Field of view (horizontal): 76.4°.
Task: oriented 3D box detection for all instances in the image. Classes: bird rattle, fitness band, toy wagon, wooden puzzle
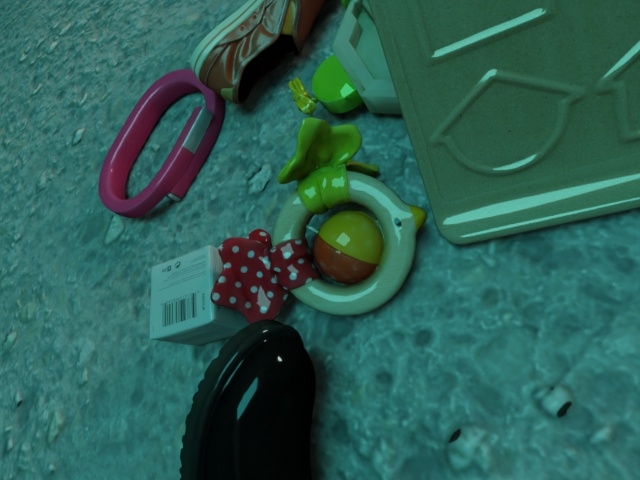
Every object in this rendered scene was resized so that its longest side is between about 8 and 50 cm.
[{"bbox_3d":[0.000,0.000,0.462,0.207,0.143,0.253,28,89,17],"label":"bird rattle"},{"bbox_3d":[-0.284,-0.173,0.722,0.209,0.054,0.290,24,83,36],"label":"fitness band"},{"bbox_3d":[0.116,-0.270,0.532,0.344,0.068,0.267,-32,59,15],"label":"toy wagon"},{"bbox_3d":[0.224,-0.195,0.364,0.322,0.080,0.347,-14,106,23],"label":"wooden puzzle"}]

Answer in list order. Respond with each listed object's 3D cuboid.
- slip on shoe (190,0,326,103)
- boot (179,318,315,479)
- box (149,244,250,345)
[{"bbox_3d":[-0.052,-0.344,0.637,0.331,0.123,0.101,-42,89,2],"label":"slip on shoe"},{"bbox_3d":[-0.001,0.264,0.348,0.260,0.131,0.348,8,86,37],"label":"boot"},{"bbox_3d":[-0.153,0.075,0.531,0.101,0.087,0.102,-19,63,21],"label":"box"}]
